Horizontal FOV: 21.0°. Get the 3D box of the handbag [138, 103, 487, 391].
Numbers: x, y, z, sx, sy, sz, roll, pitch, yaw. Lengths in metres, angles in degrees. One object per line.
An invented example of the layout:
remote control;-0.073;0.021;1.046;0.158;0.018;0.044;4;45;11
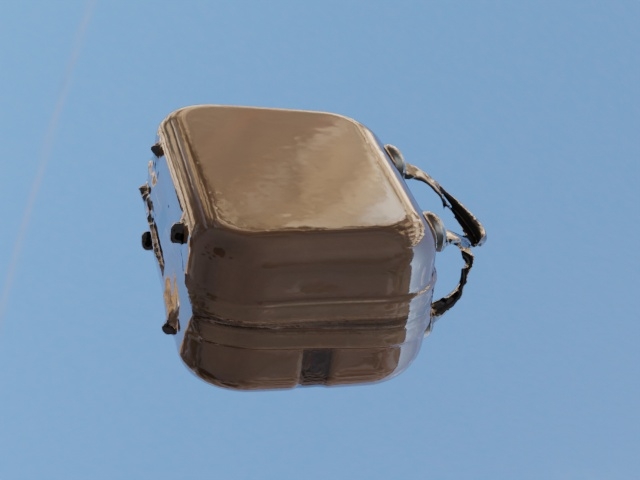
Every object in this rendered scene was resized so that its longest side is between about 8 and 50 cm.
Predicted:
handbag;0.000;0.000;1.442;0.283;0.302;0.149;-1;-65;-13
